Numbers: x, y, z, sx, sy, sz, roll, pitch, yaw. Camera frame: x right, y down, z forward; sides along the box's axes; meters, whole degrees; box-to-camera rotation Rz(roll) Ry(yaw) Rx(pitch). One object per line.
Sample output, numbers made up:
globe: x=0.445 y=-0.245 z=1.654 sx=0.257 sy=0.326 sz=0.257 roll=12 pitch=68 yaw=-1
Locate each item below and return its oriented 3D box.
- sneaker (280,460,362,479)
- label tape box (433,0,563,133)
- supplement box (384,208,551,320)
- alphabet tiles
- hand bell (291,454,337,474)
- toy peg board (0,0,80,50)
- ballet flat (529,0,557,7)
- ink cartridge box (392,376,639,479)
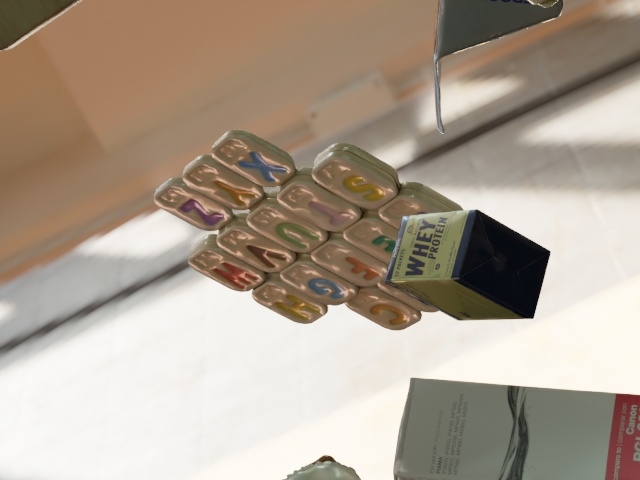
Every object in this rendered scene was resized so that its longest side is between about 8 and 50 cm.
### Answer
sneaker: x=0.032 y=0.302 z=1.244 sx=0.102 sy=0.293 sz=0.146 roll=-21 pitch=29 yaw=-19
label tape box: x=0.162 y=-0.296 z=1.627 sx=0.115 sy=0.348 sz=0.249 roll=3 pitch=28 yaw=4
supplement box: x=0.110 y=0.020 z=1.410 sx=0.083 sy=0.083 sz=0.056 roll=-5 pitch=63 yaw=52
alphabet tiles: x=0.000 y=0.000 z=1.683 sx=0.284 sy=0.278 sz=0.021 roll=-33 pitch=34 yaw=52
hand bell: x=-0.050 y=0.253 z=1.534 sx=0.126 sy=0.126 sz=0.242 roll=-6 pitch=28 yaw=39
toy peg board: x=-0.145 y=-0.215 z=1.034 sx=0.160 sy=0.161 sz=0.079 roll=-31 pitch=2 yaw=17
ballet flat: x=0.176 y=-0.200 z=1.300 sx=0.241 sy=0.091 sz=0.077 roll=0 pitch=57 yaw=50
ink cartridge box: x=0.184 y=0.181 z=1.522 sx=0.218 sy=0.158 sz=0.092 roll=1 pitch=68 yaw=19
